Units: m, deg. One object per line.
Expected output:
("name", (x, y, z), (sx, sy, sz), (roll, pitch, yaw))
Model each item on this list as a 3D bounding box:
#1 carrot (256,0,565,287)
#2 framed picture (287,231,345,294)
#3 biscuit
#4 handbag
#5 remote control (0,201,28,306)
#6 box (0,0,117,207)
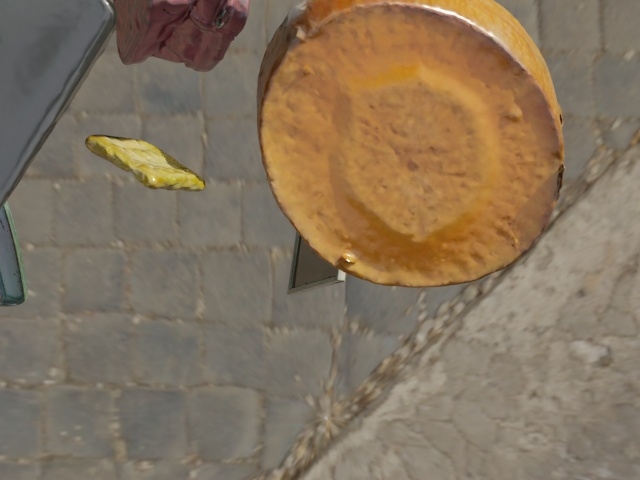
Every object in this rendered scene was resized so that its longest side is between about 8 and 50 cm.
("carrot", (0.078, -0.095, 1.314), (0.258, 0.100, 0.307), (-39, 125, 14))
("framed picture", (0.000, 0.000, 1.679), (0.011, 0.149, 0.109), (11, 79, -21))
("biscuit", (-0.146, -0.064, 1.273), (0.081, 0.083, 0.018), (32, 104, 24))
("handbag", (-0.156, -0.282, 1.730), (0.135, 0.225, 0.146), (4, 74, -18))
("remote control", (-0.378, -0.026, 1.693), (0.072, 0.042, 0.222), (4, 116, 37))
("box", (-0.370, -0.178, 1.408), (0.290, 0.073, 0.289), (32, 90, 1))
